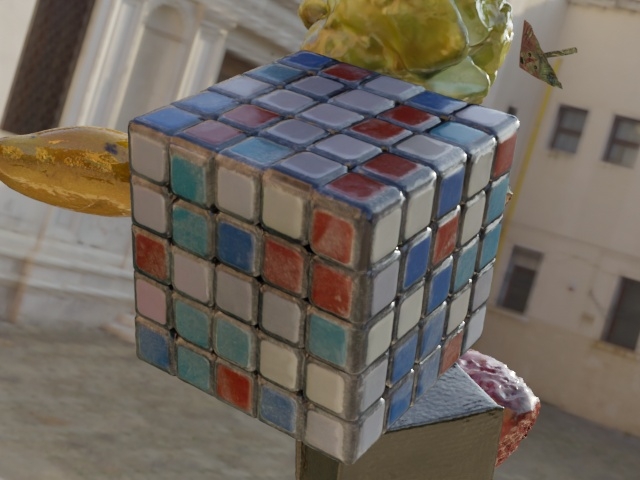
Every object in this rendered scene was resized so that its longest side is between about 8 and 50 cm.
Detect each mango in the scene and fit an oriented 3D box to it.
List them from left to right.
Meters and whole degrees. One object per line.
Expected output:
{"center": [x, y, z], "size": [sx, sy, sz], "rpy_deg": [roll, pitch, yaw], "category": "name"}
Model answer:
{"center": [-0.327, -0.101, 1.421], "size": [0.262, 0.108, 0.157], "rpy_deg": [15, -22, -17], "category": "mango"}

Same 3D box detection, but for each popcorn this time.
{"center": [0.112, -0.272, 1.305], "size": [0.277, 0.276, 0.225], "rpy_deg": [17, 42, 17], "category": "popcorn"}

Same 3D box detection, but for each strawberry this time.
{"center": [0.259, 0.323, 1.962], "size": [0.292, 0.310, 0.291], "rpy_deg": [13, 41, -12], "category": "strawberry"}

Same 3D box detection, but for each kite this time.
{"center": [0.383, -0.318, 1.742], "size": [0.137, 0.005, 0.152], "rpy_deg": [59, -25, -7], "category": "kite"}

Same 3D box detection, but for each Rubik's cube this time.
{"center": [0.000, 0.000, 1.054], "size": [0.292, 0.286, 0.293], "rpy_deg": [23, 35, 30], "category": "Rubik's cube"}

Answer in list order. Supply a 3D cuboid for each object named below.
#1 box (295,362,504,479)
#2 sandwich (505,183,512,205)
{"center": [0.114, 0.303, 1.513], "size": [0.273, 0.184, 0.143], "rpy_deg": [-8, 26, -22], "category": "box"}
{"center": [0.264, -0.083, 1.943], "size": [0.163, 0.079, 0.113], "rpy_deg": [-2, -33, -22], "category": "sandwich"}
